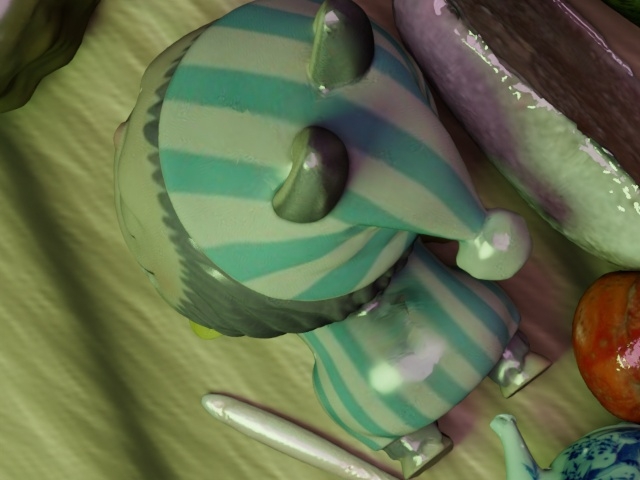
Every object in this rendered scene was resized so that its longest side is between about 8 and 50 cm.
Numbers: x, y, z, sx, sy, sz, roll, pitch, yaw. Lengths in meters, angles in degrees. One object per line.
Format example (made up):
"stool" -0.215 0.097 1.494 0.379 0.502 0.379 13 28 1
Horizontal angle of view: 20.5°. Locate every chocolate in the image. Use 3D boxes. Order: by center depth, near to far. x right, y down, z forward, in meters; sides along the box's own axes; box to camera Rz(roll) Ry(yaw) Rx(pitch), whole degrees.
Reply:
"chocolate" 0.166 -0.100 1.318 0.303 0.185 0.100 47 122 0

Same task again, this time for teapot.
"teapot" 0.238 0.199 1.334 0.232 0.159 0.159 15 91 -8

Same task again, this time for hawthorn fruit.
"hawthorn fruit" 0.250 0.079 1.335 0.128 0.128 0.128 0 90 4

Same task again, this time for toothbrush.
"toothbrush" 0.045 0.189 1.399 0.307 0.029 0.025 24 89 6

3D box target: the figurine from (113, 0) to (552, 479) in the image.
"figurine" 0.000 0.000 1.227 0.266 0.377 0.361 -40 86 4

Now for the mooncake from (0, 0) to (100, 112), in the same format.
"mooncake" -0.321 -0.234 1.345 0.324 0.187 0.324 0 88 6

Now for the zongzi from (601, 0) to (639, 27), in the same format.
"zongzi" 0.105 -0.319 1.113 0.362 0.319 0.383 -5 72 14
